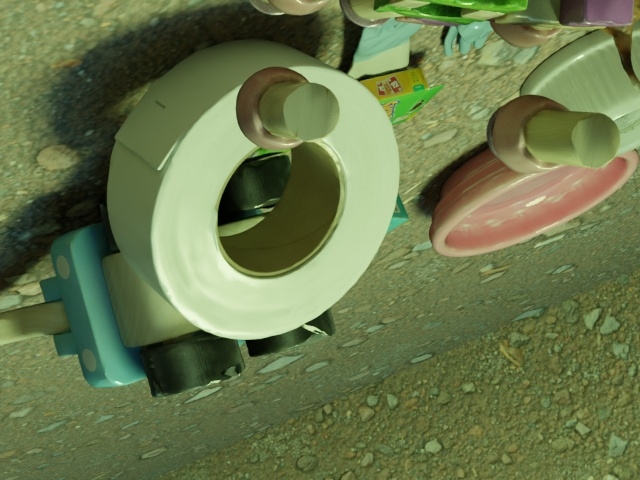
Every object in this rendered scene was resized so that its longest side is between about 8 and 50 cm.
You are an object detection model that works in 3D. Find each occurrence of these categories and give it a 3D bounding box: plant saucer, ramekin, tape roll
[{"bbox_3d":[0.310,-0.083,1.796,0.332,0.084,0.332,-19,162,-6],"label":"plant saucer"},{"bbox_3d":[0.372,-0.183,1.535,0.207,0.109,0.207,-19,162,-6],"label":"ramekin"},{"bbox_3d":[-0.063,-0.050,1.171,0.286,0.100,0.286,-17,123,-29],"label":"tape roll"}]

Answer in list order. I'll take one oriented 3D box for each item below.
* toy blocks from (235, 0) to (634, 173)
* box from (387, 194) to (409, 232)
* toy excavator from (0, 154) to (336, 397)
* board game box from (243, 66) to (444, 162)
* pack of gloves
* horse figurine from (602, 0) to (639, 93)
[{"bbox_3d":[0.082,-0.216,0.958,0.288,0.309,0.260,5,-174,-15],"label":"toy blocks"},{"bbox_3d":[0.000,0.000,1.709,0.244,0.060,0.100,-34,159,32],"label":"box"},{"bbox_3d":[-0.270,0.082,1.414,0.433,0.222,0.445,-17,-179,-41],"label":"toy excavator"},{"bbox_3d":[0.003,-0.137,1.330,0.259,0.039,0.124,-13,170,-19],"label":"board game box"},{"bbox_3d":[0.119,-0.233,1.228,0.195,0.046,0.232,-18,172,-10],"label":"pack of gloves"},{"bbox_3d":[0.369,-0.265,1.255,0.263,0.174,0.066,-33,160,-7],"label":"horse figurine"}]
